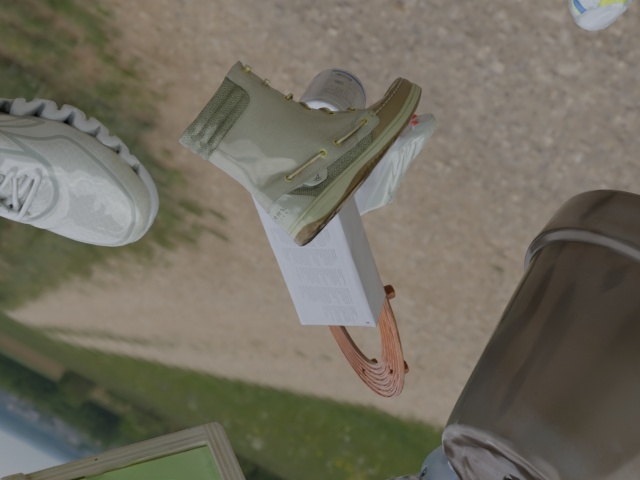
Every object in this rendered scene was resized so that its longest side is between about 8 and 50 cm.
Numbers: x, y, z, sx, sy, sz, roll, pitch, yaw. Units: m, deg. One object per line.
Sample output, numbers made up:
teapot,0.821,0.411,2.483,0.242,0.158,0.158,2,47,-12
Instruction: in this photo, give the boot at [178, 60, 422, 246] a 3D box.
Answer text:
boot,-0.015,-0.117,1.343,0.165,0.213,0.077,39,151,2

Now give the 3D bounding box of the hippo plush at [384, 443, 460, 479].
hippo plush,0.165,0.338,1.550,0.234,0.294,0.236,46,-161,-81

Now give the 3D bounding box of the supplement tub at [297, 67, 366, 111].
supplement tub,0.009,-0.142,1.577,0.071,0.071,0.107,28,-150,-1

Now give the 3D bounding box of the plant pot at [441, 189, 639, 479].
plant pot,0.282,0.160,1.430,0.323,0.280,0.323,38,158,18

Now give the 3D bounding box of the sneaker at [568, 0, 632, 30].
sneaker,0.196,-0.255,0.933,0.126,0.091,0.240,32,132,5

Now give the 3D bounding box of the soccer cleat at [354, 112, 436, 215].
soccer cleat,0.092,-0.097,1.957,0.076,0.196,0.068,46,-167,-13

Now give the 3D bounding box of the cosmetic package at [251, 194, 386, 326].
cosmetic package,0.000,0.000,1.646,0.099,0.060,0.239,2,136,22

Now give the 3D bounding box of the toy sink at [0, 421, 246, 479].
toy sink,-0.159,0.249,1.030,0.131,0.234,0.152,96,154,-47

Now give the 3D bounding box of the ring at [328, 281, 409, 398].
ring,0.054,0.086,2.212,0.336,0.032,0.336,58,160,34

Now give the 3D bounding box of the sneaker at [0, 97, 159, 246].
sneaker,-0.263,-0.062,1.058,0.292,0.110,0.118,26,-148,-10
